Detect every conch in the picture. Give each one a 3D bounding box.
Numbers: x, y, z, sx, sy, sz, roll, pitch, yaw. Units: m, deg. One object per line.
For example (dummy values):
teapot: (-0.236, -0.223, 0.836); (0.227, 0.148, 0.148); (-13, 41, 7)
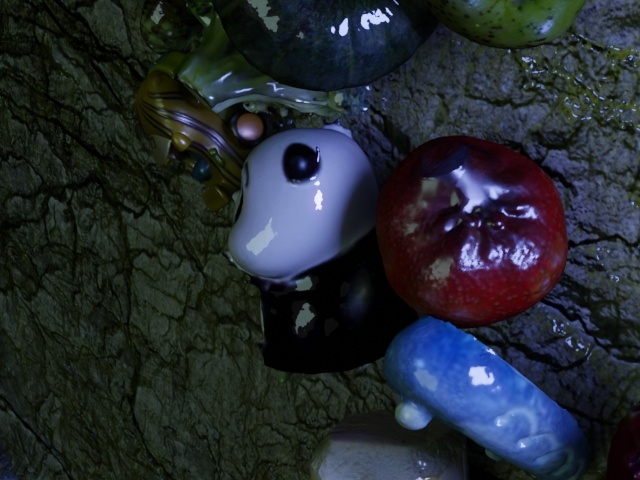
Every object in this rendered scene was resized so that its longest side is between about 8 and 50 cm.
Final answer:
conch: (-0.225, -0.362, 1.657); (0.187, 0.124, 0.182); (153, 112, -72)

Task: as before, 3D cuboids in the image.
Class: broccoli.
broccoli: (-0.083, -0.242, 1.447); (0.288, 0.245, 0.248); (27, 151, 55)

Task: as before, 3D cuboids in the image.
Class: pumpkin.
pumpkin: (0.012, -0.322, 1.249); (0.207, 0.300, 0.300); (-130, 30, -79)

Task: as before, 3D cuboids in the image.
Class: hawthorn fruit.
hawthorn fruit: (0.161, 0.005, 1.287); (0.230, 0.210, 0.266); (57, 153, 12)

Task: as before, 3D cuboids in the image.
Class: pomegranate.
pomegranate: (0.193, -0.329, 1.138); (0.248, 0.214, 0.214); (-96, 22, -46)

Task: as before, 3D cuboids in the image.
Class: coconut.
coconut: (0.101, 0.373, 1.474); (0.239, 0.239, 0.244); (6, 103, 49)

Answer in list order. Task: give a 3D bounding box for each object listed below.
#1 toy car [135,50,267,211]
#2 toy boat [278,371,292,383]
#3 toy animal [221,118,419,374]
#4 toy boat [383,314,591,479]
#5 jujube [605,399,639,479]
toy car: (-0.190, -0.159, 1.627); (0.248, 0.142, 0.200); (46, 161, -7)
toy boat: (-0.044, 0.066, 1.639); (0.108, 0.099, 0.293); (-8, 90, 53)
toy animal: (0.000, 0.000, 1.448); (0.251, 0.251, 0.310); (9, 118, 48)
toy boat: (0.185, 0.213, 1.270); (0.215, 0.123, 0.330); (29, 169, 41)
jujube: (0.433, 0.217, 1.015); (0.377, 0.258, 0.258); (-49, 65, 34)
